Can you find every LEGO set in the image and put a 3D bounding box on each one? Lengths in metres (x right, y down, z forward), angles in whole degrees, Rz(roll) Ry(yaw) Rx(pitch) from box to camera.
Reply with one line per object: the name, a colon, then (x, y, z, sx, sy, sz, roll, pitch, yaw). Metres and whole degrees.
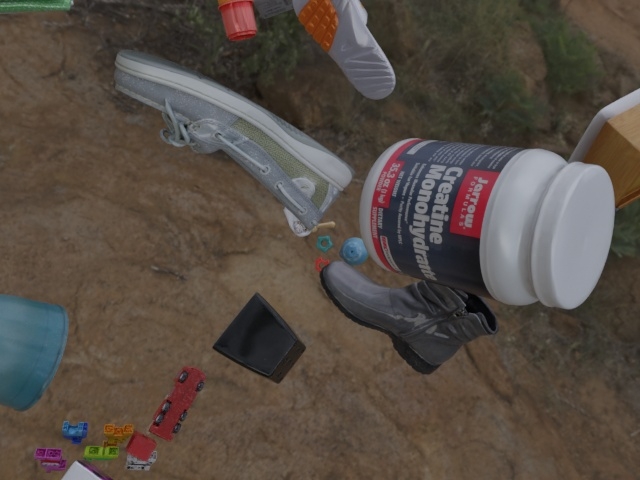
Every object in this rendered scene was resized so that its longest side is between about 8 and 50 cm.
LEGO set: (-0.455, 0.429, 1.289, 0.227, 0.093, 0.087, 8, 44, -15)

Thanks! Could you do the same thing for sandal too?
sandal: (0.045, -0.373, 1.124, 0.265, 0.102, 0.076, 55, 27, -16)

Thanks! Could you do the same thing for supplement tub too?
supplement tub: (0.203, -0.027, 0.800, 0.272, 0.191, 0.191, 14, 21, 43)

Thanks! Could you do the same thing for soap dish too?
soap dish: (0.582, -0.173, 1.094, 0.291, 0.229, 0.118, -27, 64, -14)

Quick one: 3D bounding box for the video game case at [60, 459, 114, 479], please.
video game case: (-0.180, 0.341, 0.527, 0.232, 0.042, 0.210, 33, 72, 8)

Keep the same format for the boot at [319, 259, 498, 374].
boot: (0.181, 0.108, 1.287, 0.338, 0.222, 0.118, 37, 40, -4)

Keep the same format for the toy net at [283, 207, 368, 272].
toy net: (0.000, 0.000, 1.526, 0.232, 0.122, 0.045, 37, 10, 11)

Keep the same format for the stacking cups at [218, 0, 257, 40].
stacking cups: (-0.197, -0.565, 1.252, 0.096, 0.096, 0.316, -17, 102, -44)

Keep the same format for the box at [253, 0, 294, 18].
box: (-0.091, -0.576, 1.370, 0.072, 0.126, 0.137, 45, 32, -68)

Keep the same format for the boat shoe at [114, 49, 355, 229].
boat shoe: (-0.097, -0.111, 0.729, 0.320, 0.103, 0.118, 26, 7, -40)

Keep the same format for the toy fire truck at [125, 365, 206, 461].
toy fire truck: (-0.300, 0.335, 1.219, 0.047, 0.135, 0.192, 34, 67, -17)

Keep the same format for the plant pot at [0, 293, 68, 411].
plant pot: (-0.788, 0.242, 1.490, 0.255, 0.272, 0.271, 30, 35, -38)

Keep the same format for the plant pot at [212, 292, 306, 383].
plant pot: (-0.147, 0.282, 1.703, 0.167, 0.187, 0.188, 34, 79, 20)

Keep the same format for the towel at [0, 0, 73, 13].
towel: (-0.315, -0.306, 0.507, 0.248, 0.038, 0.325, -6, 65, -4)
